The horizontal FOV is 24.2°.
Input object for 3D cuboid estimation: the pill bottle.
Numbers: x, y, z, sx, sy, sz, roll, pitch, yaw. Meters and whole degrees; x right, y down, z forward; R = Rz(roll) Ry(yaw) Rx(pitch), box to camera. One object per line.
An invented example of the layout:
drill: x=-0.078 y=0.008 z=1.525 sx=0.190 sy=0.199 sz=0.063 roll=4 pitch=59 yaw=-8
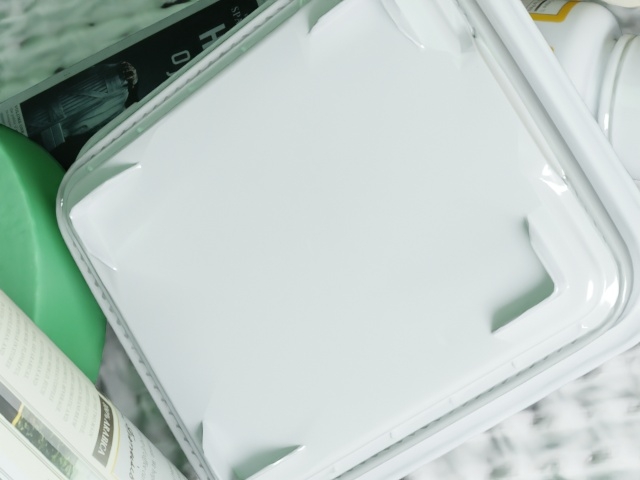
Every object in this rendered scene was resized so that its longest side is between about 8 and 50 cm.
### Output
pill bottle: x=0.105 y=-0.089 z=0.896 sx=0.215 sy=0.117 sz=0.117 roll=9 pitch=78 yaw=26

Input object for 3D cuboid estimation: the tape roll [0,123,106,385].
tape roll: x=-0.299 y=0.060 z=1.028 sx=0.321 sy=0.077 sz=0.321 roll=-7 pitch=75 yaw=27

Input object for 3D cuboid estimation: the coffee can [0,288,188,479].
coffee can: x=-0.182 y=0.161 z=0.818 sx=0.201 sy=0.275 sz=0.201 roll=-29 pitch=28 yaw=18

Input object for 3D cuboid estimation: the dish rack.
dish rack: x=0.000 y=0.000 z=0.858 sx=0.333 sy=0.072 sz=0.285 roll=-34 pitch=82 yaw=26

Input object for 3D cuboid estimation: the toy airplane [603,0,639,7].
toy airplane: x=0.083 y=-0.348 z=0.773 sx=0.384 sy=0.386 sz=0.272 roll=37 pitch=61 yaw=20

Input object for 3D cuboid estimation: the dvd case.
dvd case: x=-0.109 y=-0.062 z=1.029 sx=0.239 sy=0.029 sz=0.179 roll=-25 pitch=66 yaw=15
